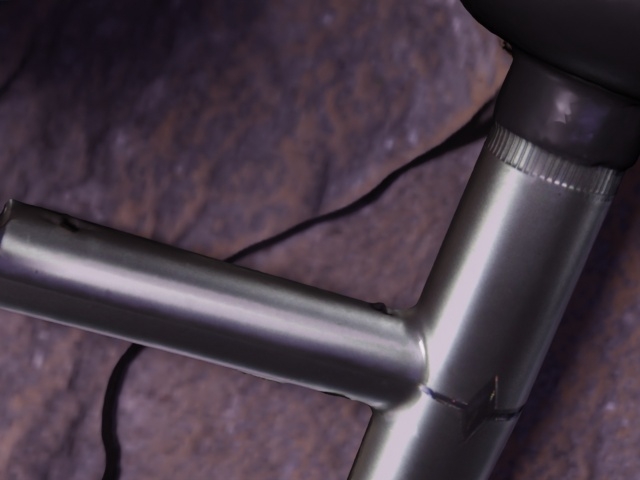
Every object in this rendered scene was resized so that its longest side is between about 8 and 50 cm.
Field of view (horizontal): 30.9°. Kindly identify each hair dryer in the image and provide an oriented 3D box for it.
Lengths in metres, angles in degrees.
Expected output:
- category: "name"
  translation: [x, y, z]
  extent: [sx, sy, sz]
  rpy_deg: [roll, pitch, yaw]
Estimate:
- category: "hair dryer"
  translation: [0.010, -0.008, 0.468]
  extent: [0.284, 0.156, 0.320]
  rpy_deg: [21, 105, -31]

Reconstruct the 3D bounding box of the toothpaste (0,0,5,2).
- category: "toothpaste"
  translation: [-0.232, -0.074, 0.431]
  extent: [0.296, 0.048, 0.075]
  rpy_deg: [-29, 107, -13]
